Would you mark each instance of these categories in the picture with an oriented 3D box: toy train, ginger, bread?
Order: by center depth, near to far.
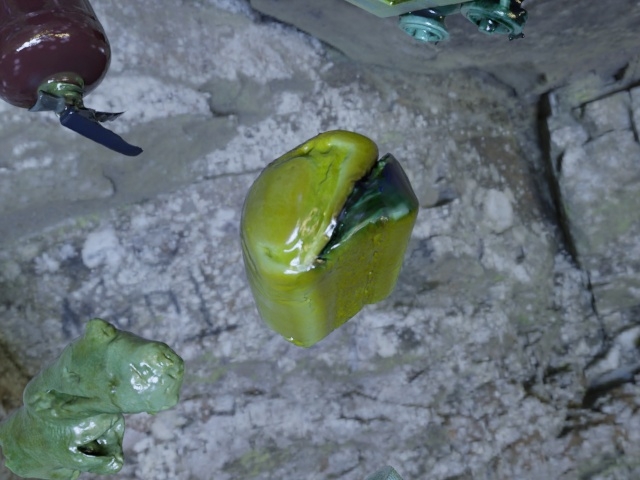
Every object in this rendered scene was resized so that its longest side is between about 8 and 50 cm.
[{"bbox_3d":[-0.251,0.183,0.715,0.290,0.137,0.089,-49,165,28],"label":"ginger"},{"bbox_3d":[0.154,-0.397,0.945,0.253,0.160,0.397,18,-174,-22],"label":"toy train"},{"bbox_3d":[0.000,0.000,0.963,0.251,0.208,0.376,-33,163,-13],"label":"bread"}]

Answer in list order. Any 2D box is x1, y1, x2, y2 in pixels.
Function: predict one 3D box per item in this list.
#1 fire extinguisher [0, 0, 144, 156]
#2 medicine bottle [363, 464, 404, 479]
[{"bbox_3d":[-0.276,-0.229,0.616,0.114,0.337,0.135,-34,165,24],"label":"fire extinguisher"},{"bbox_3d":[0.166,0.553,1.101,0.158,0.318,0.158,-40,174,-5],"label":"medicine bottle"}]
